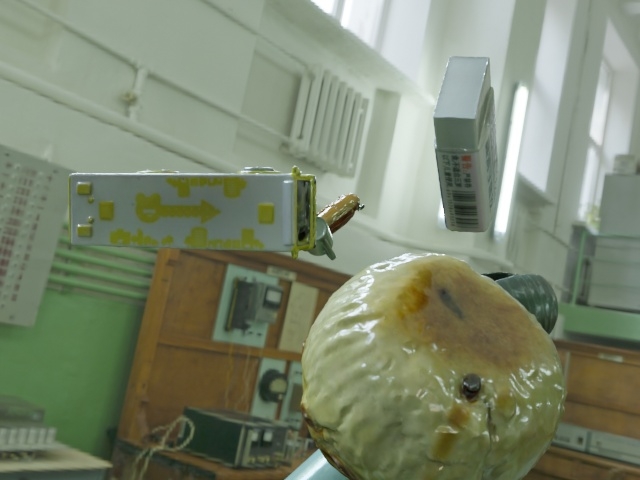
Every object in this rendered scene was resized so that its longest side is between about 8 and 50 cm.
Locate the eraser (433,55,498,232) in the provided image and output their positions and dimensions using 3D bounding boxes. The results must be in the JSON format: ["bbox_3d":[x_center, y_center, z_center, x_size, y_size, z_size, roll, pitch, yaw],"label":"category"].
[{"bbox_3d":[0.193,-0.122,0.972,0.068,0.124,0.210,6,-37,20],"label":"eraser"}]

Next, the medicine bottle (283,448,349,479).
[{"bbox_3d":[0.002,0.510,1.446,0.158,0.318,0.158,48,-14,16],"label":"medicine bottle"}]

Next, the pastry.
[{"bbox_3d":[0.148,0.215,1.076,0.389,0.388,0.312,13,-46,-15],"label":"pastry"}]

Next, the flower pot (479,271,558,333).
[{"bbox_3d":[0.363,0.145,1.488,0.243,0.157,0.189,-11,2,-23],"label":"flower pot"}]

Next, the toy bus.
[{"bbox_3d":[-0.117,-0.030,0.675,0.227,0.081,0.074,3,3,15],"label":"toy bus"}]

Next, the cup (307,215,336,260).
[{"bbox_3d":[-0.006,0.000,1.314,0.055,0.074,0.083,-11,-18,2],"label":"cup"}]

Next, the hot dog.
[{"bbox_3d":[0.015,-0.043,1.502,0.055,0.188,0.072,44,-33,12],"label":"hot dog"}]
